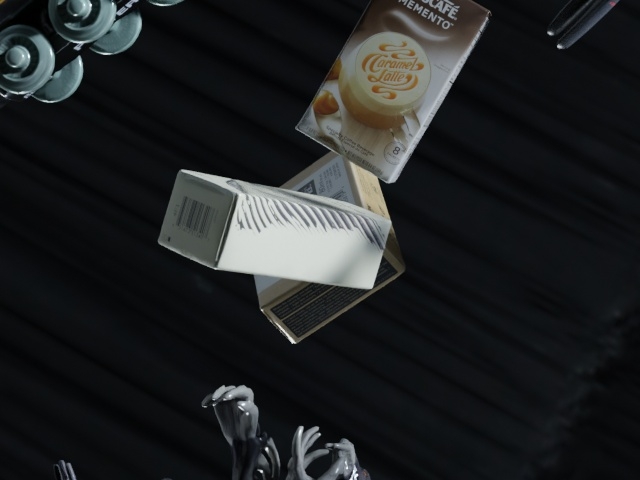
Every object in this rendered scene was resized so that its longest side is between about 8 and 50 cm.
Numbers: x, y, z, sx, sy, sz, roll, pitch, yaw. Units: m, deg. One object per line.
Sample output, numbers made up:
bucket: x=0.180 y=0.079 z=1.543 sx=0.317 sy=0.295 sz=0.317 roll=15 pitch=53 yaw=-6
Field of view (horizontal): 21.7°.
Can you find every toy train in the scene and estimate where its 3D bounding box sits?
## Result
toy train: x=-0.283 y=-0.295 z=1.862 sx=0.334 sy=0.190 sz=0.142 roll=-38 pitch=172 yaw=9

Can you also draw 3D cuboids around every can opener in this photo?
can opener: x=0.351 y=-0.307 z=2.055 sx=0.073 sy=0.059 sz=0.186 roll=22 pitch=118 yaw=-42

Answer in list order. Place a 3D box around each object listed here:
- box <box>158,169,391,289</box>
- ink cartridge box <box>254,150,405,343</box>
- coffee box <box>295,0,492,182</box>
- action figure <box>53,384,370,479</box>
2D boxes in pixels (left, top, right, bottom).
box: x=-0.050 y=-0.010 z=1.976 sx=0.275 sy=0.113 sz=0.094 roll=8 pitch=101 yaw=-49
ink cartridge box: x=0.000 y=0.000 z=2.312 sx=0.193 sy=0.088 sz=0.235 roll=-34 pitch=-145 yaw=14
coffee box: x=0.093 y=-0.212 z=2.099 sx=0.246 sy=0.141 sz=0.098 roll=-60 pitch=175 yaw=6
action figure: x=-0.040 y=0.181 z=1.177 sx=0.275 sy=0.164 sz=0.141 roll=-2 pitch=97 yaw=-38
